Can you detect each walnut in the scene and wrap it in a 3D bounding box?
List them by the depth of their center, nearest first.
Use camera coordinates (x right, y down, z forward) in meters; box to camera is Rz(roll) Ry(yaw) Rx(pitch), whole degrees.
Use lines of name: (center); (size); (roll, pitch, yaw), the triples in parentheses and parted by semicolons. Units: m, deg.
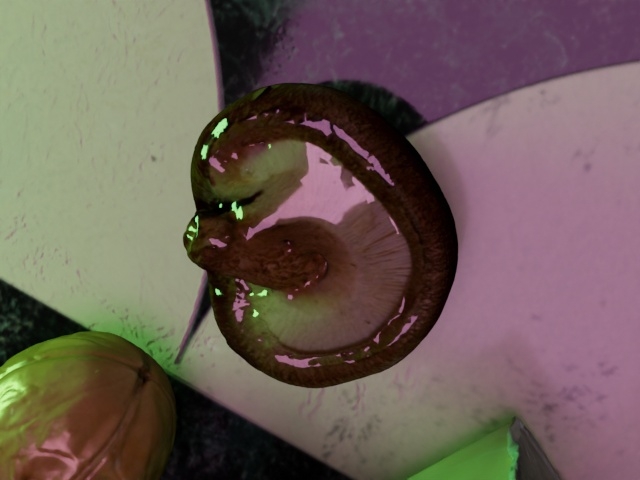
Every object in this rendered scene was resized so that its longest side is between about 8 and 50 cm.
walnut: (-0.210, 0.167, 0.697); (0.197, 0.165, 0.165); (-34, 92, 20)

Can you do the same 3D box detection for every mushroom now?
mushroom: (0.000, -0.006, 0.637); (0.194, 0.138, 0.231); (1, 113, -1)

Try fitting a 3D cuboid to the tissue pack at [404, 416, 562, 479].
tissue pack: (0.068, 0.380, 0.652); (0.405, 0.205, 0.332); (-33, 93, 17)
